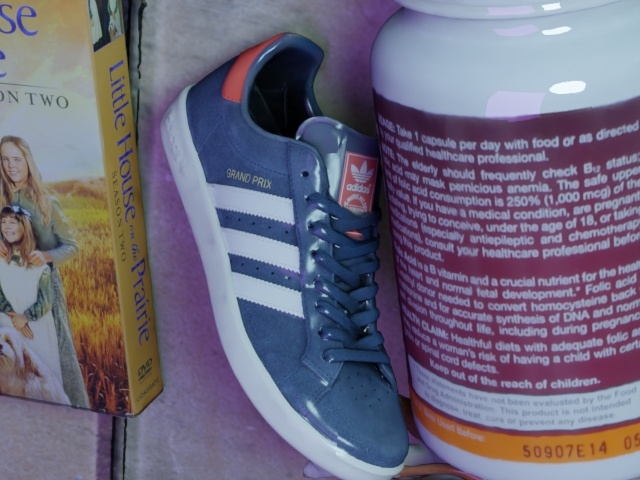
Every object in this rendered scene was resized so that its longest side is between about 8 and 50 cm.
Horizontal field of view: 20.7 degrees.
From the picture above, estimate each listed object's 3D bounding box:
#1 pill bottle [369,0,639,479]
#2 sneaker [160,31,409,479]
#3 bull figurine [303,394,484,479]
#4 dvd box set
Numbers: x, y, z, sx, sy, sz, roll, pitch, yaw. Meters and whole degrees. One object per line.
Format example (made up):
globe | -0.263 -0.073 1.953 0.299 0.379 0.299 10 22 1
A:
pill bottle | 0.153 -0.052 1.179 0.224 0.224 0.392 3 116 23
sneaker | 0.000 0.000 1.262 0.148 0.131 0.350 -38 64 28
bull figurine | 0.086 0.230 1.386 0.188 0.101 0.310 29 148 18
dvd box set | -0.296 -0.063 1.477 0.308 0.062 0.420 8 118 21
